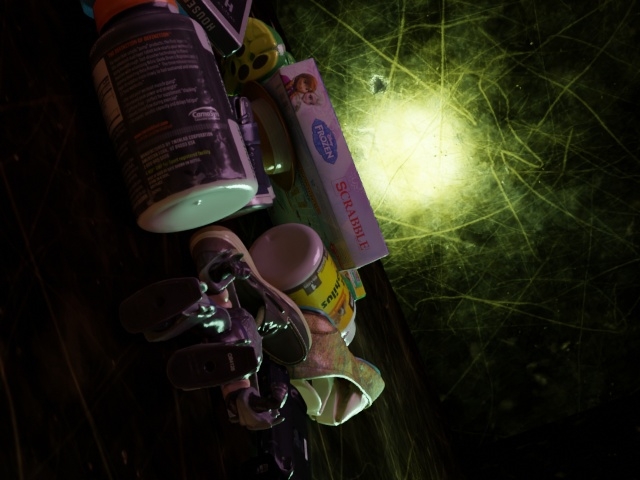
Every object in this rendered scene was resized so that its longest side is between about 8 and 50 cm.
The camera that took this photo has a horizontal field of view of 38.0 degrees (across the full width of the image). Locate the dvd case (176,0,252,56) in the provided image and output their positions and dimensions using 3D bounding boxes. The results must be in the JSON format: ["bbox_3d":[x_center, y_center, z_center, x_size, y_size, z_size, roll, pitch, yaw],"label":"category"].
[{"bbox_3d":[-0.147,-0.336,1.093,0.179,0.029,0.239,48,23,-27],"label":"dvd case"}]

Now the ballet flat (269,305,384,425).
[{"bbox_3d":[0.008,0.203,1.337,0.348,0.123,0.123,57,14,-60],"label":"ballet flat"}]

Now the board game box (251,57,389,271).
[{"bbox_3d":[-0.027,-0.099,1.519,0.319,0.066,0.318,69,-19,-2],"label":"board game box"}]

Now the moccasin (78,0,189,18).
[{"bbox_3d":[-0.206,-0.327,1.126,0.117,0.137,0.342,64,7,0],"label":"moccasin"}]

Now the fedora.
[{"bbox_3d":[-0.107,-0.154,1.450,0.194,0.079,0.194,55,-24,38],"label":"fedora"}]

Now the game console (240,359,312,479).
[{"bbox_3d":[-0.032,0.282,1.043,0.361,0.044,0.213,-97,165,-60],"label":"game console"}]

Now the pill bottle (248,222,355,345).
[{"bbox_3d":[-0.020,0.080,1.377,0.215,0.117,0.117,61,11,-46],"label":"pill bottle"}]

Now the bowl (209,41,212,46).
[{"bbox_3d":[-0.203,-0.435,1.449,0.298,0.134,0.298,-22,90,-83],"label":"bowl"}]

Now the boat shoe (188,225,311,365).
[{"bbox_3d":[-0.085,0.082,1.101,0.223,0.080,0.073,56,21,-32],"label":"boat shoe"}]

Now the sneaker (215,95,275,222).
[{"bbox_3d":[-0.122,-0.114,1.281,0.226,0.086,0.163,-94,168,-82],"label":"sneaker"}]

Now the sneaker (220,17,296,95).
[{"bbox_3d":[-0.095,-0.305,1.560,0.295,0.123,0.109,-171,-100,-76],"label":"sneaker"}]

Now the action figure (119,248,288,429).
[{"bbox_3d":[-0.093,0.100,0.916,0.185,0.099,0.285,65,4,10],"label":"action figure"}]

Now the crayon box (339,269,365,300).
[{"bbox_3d":[0.000,0.000,1.868,0.165,0.081,0.278,6,63,-81],"label":"crayon box"}]

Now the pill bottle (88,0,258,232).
[{"bbox_3d":[-0.160,-0.142,0.958,0.130,0.130,0.246,38,32,-75],"label":"pill bottle"}]
